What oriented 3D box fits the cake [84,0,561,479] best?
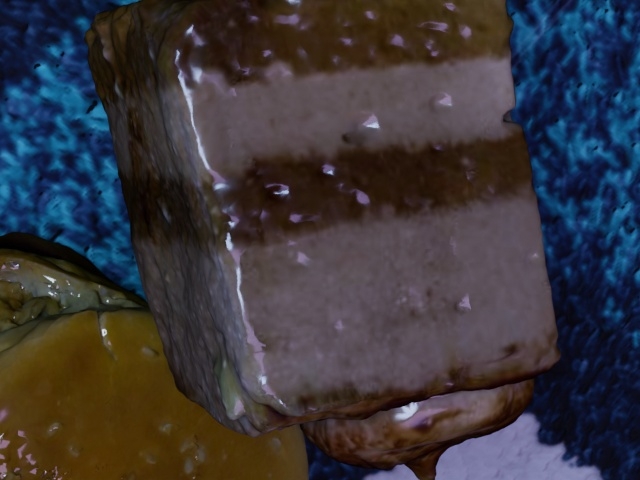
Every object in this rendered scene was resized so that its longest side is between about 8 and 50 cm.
[{"bbox_3d":[0.000,0.000,1.034,0.198,0.196,0.293,-12,96,-23],"label":"cake"}]

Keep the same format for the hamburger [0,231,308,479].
[{"bbox_3d":[-0.164,0.159,1.154,0.304,0.174,0.284,30,95,-38],"label":"hamburger"}]
